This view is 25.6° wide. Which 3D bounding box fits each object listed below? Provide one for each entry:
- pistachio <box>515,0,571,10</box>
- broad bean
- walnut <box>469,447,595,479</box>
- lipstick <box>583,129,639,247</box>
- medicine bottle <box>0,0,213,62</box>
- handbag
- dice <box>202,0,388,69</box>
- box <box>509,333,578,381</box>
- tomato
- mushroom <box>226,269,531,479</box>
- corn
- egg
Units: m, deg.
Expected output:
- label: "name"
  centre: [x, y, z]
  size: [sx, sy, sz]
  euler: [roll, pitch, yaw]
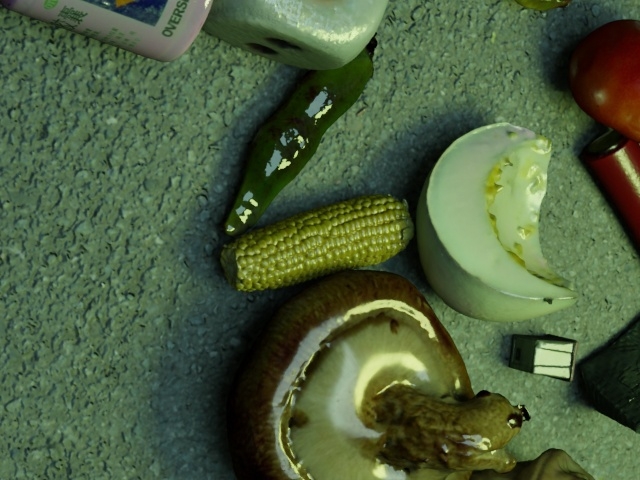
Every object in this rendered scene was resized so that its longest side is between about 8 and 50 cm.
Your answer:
- label: "pistachio"
  centre: [0.266, -0.359, 1.901]
  size: [0.173, 0.049, 0.089]
  euler: [28, 59, -23]
- label: "broad bean"
  centre: [-0.025, -0.144, 1.765]
  size: [0.339, 0.061, 0.077]
  euler: [-51, 130, -14]
- label: "walnut"
  centre: [0.283, 0.393, 1.840]
  size: [0.273, 0.273, 0.227]
  euler: [39, 91, -23]
- label: "lipstick"
  centre: [0.462, -0.047, 2.003]
  size: [0.080, 0.080, 0.241]
  euler: [-40, 110, -18]
- label: "medicine bottle"
  centre: [-0.270, -0.323, 1.569]
  size: [0.291, 0.178, 0.178]
  euler: [17, 86, -27]
- label: "handbag"
  centre: [0.490, 0.173, 1.978]
  size: [0.270, 0.175, 0.088]
  euler: [-36, 111, -20]
- label: "dice"
  centre: [-0.033, -0.320, 1.679]
  size: [0.194, 0.192, 0.193]
  euler: [18, 84, -27]
- label: "box"
  centre: [0.305, 0.158, 1.939]
  size: [0.063, 0.085, 0.060]
  euler: [9, 90, -21]
- label: "tomato"
  centre: [0.435, -0.218, 1.919]
  size: [0.195, 0.195, 0.136]
  euler: [16, 121, -26]
- label: "mushroom"
  centre: [0.064, 0.200, 1.724]
  size: [0.346, 0.260, 0.345]
  euler: [0, 90, -27]
- label: "corn"
  centre: [-0.001, 0.004, 1.768]
  size: [0.260, 0.091, 0.091]
  euler: [-14, 136, -28]
- label: "egg"
  centre: [0.214, 0.002, 1.843]
  size: [0.207, 0.161, 0.271]
  euler: [-5, 61, -18]
